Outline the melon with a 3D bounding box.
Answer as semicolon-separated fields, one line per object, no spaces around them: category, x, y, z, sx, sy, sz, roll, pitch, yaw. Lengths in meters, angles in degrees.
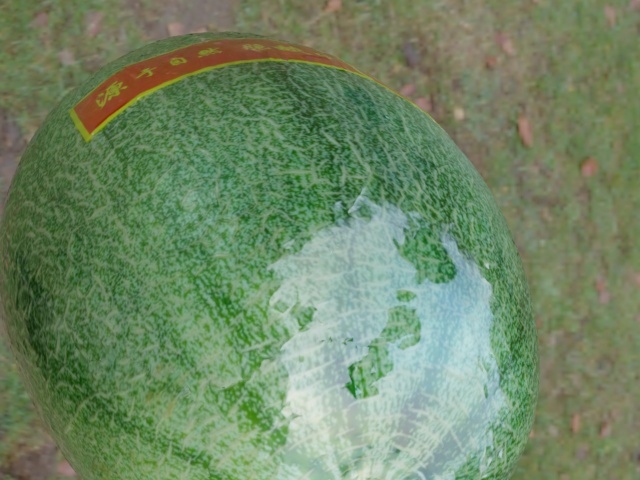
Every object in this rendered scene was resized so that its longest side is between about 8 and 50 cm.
melon;-0.029;0.013;0.475;0.182;0.287;0.182;-10;115;-22
